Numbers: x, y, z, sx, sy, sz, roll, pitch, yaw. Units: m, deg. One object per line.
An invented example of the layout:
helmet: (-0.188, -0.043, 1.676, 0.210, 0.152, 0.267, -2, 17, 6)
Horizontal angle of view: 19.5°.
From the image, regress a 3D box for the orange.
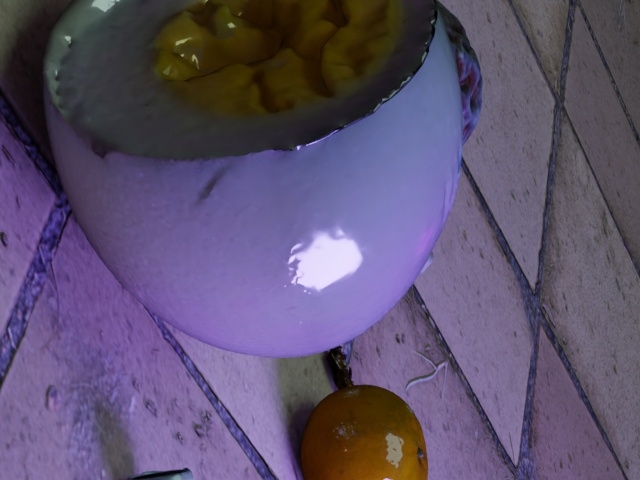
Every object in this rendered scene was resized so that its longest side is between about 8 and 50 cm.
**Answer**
orange: (0.050, 0.227, 1.936, 0.156, 0.124, 0.156, 41, 41, -49)

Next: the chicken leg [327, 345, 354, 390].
chicken leg: (0.026, 0.151, 2.048, 0.036, 0.021, 0.083, -80, 150, -59)

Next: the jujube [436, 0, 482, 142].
jujube: (0.065, -0.185, 2.090, 0.317, 0.226, 0.226, 32, 49, -65)

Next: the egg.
egg: (-0.043, -0.057, 1.627, 0.354, 0.355, 0.339, -77, 161, -45)

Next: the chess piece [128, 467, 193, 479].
chess piece: (-0.131, 0.274, 1.604, 0.059, 0.059, 0.149, -8, 93, -66)
